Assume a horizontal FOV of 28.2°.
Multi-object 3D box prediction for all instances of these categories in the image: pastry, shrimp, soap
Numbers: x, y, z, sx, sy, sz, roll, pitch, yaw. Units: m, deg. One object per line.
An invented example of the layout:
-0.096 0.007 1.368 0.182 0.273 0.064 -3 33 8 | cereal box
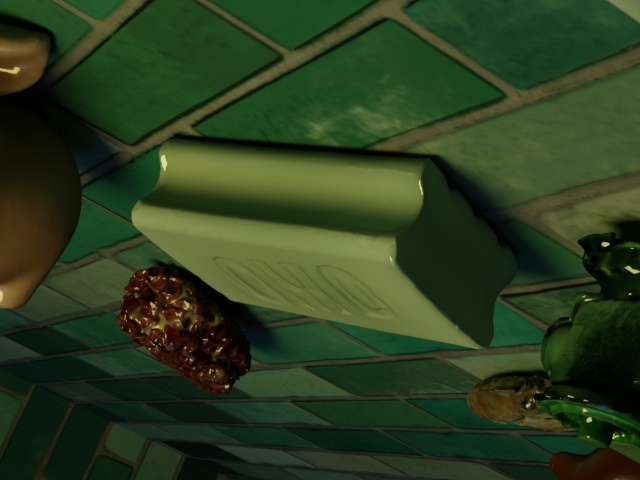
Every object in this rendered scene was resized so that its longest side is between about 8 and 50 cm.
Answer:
-0.150 0.107 1.468 0.115 0.097 0.208 33 170 36 | pastry
0.220 0.167 1.276 0.126 0.047 0.223 17 168 -4 | shrimp
0.000 0.000 0.993 0.265 0.087 0.160 8 157 39 | soap

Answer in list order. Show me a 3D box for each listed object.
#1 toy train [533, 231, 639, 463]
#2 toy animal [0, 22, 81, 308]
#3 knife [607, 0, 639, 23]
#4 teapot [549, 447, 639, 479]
0.269 0.083 0.816 0.202 0.145 0.266 28 162 -25 | toy train
-0.320 -0.061 1.027 0.237 0.269 0.326 16 -167 23 | toy animal
0.225 -0.071 0.613 0.260 0.034 0.063 33 156 -18 | knife
0.349 0.241 1.233 0.252 0.135 0.178 5 133 -1 | teapot
